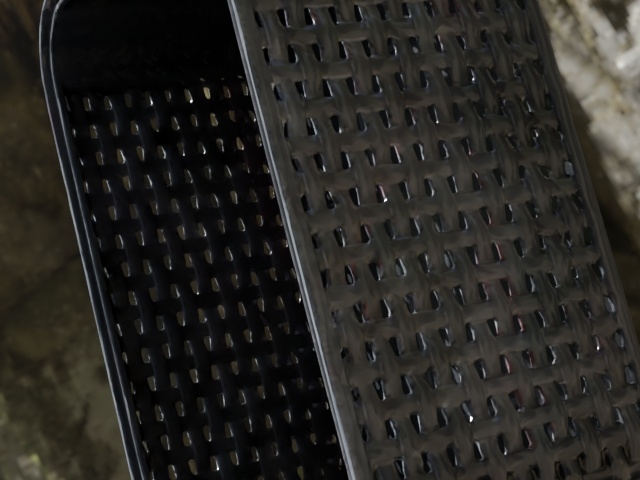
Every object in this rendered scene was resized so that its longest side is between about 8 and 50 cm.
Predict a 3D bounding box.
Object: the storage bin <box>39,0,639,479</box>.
[{"bbox_3d":[0.000,0.000,0.379,0.084,0.180,0.122,-8,-12,-29],"label":"storage bin"}]
